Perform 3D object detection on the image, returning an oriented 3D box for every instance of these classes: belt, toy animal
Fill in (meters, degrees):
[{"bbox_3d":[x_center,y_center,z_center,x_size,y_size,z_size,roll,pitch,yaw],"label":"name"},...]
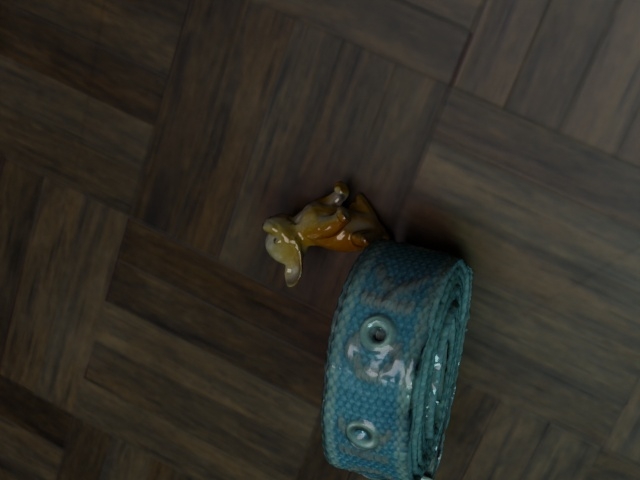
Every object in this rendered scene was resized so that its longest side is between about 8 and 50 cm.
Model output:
[{"bbox_3d":[0.050,0.084,0.758,0.082,0.148,0.163,12,84,20],"label":"belt"},{"bbox_3d":[0.000,0.000,0.800,0.083,0.060,0.081,-36,129,27],"label":"toy animal"}]
